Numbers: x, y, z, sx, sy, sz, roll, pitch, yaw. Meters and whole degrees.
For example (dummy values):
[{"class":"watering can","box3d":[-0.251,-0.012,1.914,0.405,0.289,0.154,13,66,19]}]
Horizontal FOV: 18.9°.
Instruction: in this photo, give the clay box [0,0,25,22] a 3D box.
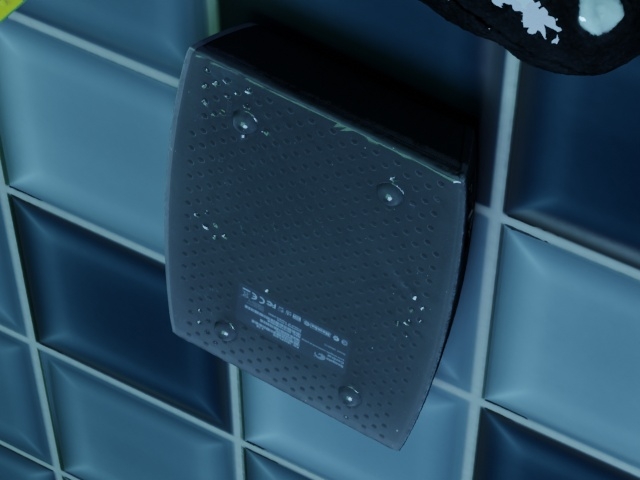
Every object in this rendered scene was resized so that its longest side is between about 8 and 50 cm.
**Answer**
[{"class":"clay box","box3d":[-0.233,-0.153,1.051,0.127,0.053,0.222,46,144,-13]}]

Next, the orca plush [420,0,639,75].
[{"class":"orca plush","box3d":[0.026,-0.161,0.768,0.151,0.102,0.287,-5,129,45]}]

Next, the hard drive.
[{"class":"hard drive","box3d":[0.000,0.000,1.032,0.172,0.054,0.255,27,145,13]}]
